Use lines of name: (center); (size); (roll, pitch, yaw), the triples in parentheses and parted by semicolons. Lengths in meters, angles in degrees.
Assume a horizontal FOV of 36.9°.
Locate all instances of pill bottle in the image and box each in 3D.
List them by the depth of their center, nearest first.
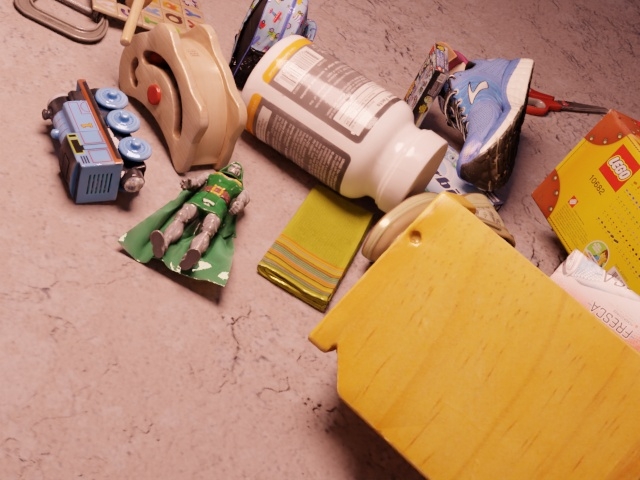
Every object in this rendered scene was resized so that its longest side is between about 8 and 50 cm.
pill bottle: (0.032, -0.160, 1.375); (0.278, 0.162, 0.162); (35, 36, 11)

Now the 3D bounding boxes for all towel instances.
towel: (0.000, 0.000, 1.293); (0.102, 0.021, 0.237); (32, 36, 0)

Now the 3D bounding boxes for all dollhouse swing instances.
dollhouse swing: (0.213, 0.157, 1.131); (0.347, 0.305, 0.315); (41, 81, 14)

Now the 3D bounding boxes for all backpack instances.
backpack: (-0.067, -0.328, 1.504); (0.117, 0.173, 0.158); (23, 36, -9)

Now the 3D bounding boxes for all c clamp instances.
c clamp: (-0.386, -0.355, 1.444); (0.161, 0.022, 0.137); (29, 36, 0)

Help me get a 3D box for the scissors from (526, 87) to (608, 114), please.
scissors: (0.487, -0.271, 1.954); (0.297, 0.021, 0.109); (13, 37, -24)

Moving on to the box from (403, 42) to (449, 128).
box: (0.172, -0.250, 1.608); (0.027, 0.137, 0.094); (21, 37, -10)

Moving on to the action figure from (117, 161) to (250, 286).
action figure: (-0.144, -0.039, 1.211); (0.137, 0.063, 0.232); (26, 33, -1)

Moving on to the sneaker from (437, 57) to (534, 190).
sneaker: (0.257, -0.197, 1.575); (0.147, 0.129, 0.330); (10, 39, 13)

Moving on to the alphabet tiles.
alphabet tiles: (-0.283, -0.404, 1.565); (0.198, 0.009, 0.237); (15, 36, -29)

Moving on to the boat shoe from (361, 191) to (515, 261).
boat shoe: (0.174, -0.006, 1.350); (0.285, 0.104, 0.089); (-13, 51, -44)

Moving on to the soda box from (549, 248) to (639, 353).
soda box: (0.391, 0.093, 1.266); (0.183, 0.063, 0.058); (42, -2, 29)

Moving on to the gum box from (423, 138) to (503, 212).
gum box: (0.174, -0.089, 1.500); (0.184, 0.041, 0.157); (-12, 53, -42)

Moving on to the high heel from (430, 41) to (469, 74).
high heel: (0.282, -0.253, 1.764); (0.244, 0.082, 0.117); (56, 13, 23)

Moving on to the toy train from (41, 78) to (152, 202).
toy train: (-0.282, -0.127, 1.202); (0.105, 0.080, 0.184); (-6, 50, -31)

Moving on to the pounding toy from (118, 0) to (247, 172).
pounding toy: (-0.227, -0.217, 1.302); (0.155, 0.154, 0.269); (-10, 71, -41)

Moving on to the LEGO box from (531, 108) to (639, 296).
LEGO box: (0.596, 0.076, 1.424); (0.372, 0.193, 0.500); (14, 38, -37)
